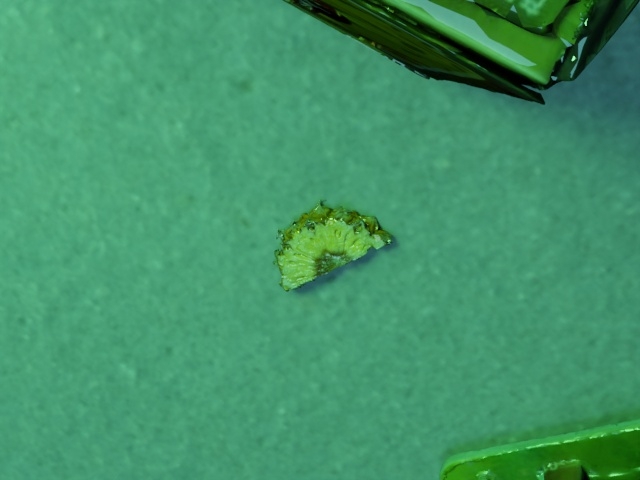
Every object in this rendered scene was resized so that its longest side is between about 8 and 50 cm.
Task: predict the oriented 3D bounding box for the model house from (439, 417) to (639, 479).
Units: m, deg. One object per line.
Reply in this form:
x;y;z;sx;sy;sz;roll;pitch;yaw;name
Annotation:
0.217;0.339;0.972;0.242;0.313;0.358;-12;120;22;model house

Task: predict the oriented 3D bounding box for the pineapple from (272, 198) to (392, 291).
0.000;0.000;0.977;0.083;0.019;0.045;-27;119;25;pineapple

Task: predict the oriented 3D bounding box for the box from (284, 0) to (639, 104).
-0.076;-0.214;0.639;0.420;0.373;0.138;28;94;-5;box
